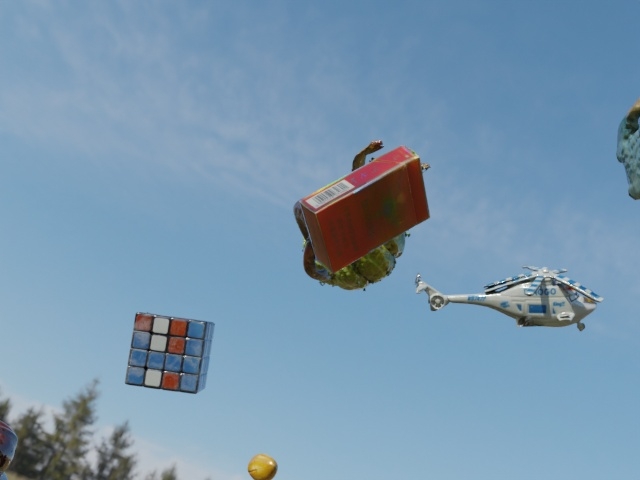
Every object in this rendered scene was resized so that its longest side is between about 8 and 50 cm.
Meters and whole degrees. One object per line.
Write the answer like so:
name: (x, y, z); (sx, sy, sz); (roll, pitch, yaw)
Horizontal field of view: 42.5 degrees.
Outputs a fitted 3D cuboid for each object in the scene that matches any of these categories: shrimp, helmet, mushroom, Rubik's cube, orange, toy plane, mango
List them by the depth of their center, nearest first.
Rubik's cube: (-0.191, 0.143, 1.057); (0.092, 0.092, 0.092); (8, -6, -1)
helmet: (-0.450, 0.276, 1.127); (0.089, 0.057, 0.111); (24, -23, 48)
toy plane: (0.293, 0.100, 1.301); (0.273, 0.107, 0.182); (-7, 14, -4)
mushroom: (0.002, 0.000, 1.517); (0.080, 0.135, 0.170); (-12, -59, -11)
mango: (-0.119, 0.477, 1.728); (0.046, 0.060, 0.089); (2, -20, -35)
shrimp: (0.155, -0.179, 1.842); (0.178, 0.034, 0.124); (-10, -48, 5)
orange: (0.085, -0.011, 2.310); (0.301, 0.300, 0.223); (11, -23, 43)

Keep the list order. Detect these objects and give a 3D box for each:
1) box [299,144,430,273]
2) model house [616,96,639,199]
box: (0.064, -0.044, 1.141); (0.048, 0.175, 0.112); (40, -28, 49)
model house: (0.700, -0.226, 1.388); (0.295, 0.251, 0.329); (-5, -19, -2)
